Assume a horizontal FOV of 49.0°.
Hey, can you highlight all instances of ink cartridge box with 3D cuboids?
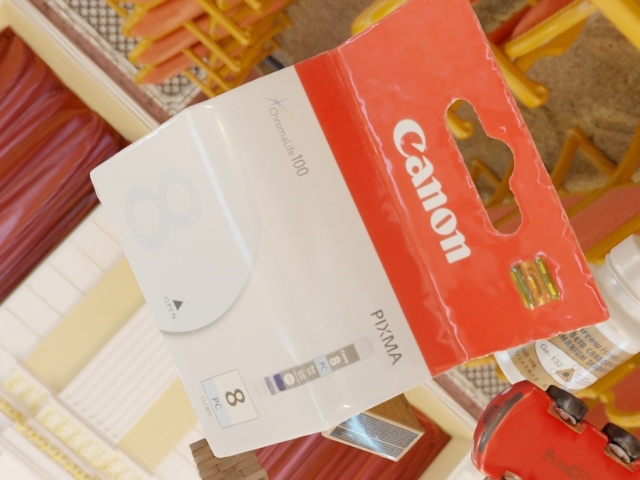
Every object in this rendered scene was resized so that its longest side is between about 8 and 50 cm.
[{"bbox_3d":[0.000,0.000,0.615,0.091,0.385,0.308,-22,-92,-57],"label":"ink cartridge box"},{"bbox_3d":[0.064,0.285,1.332,0.193,0.088,0.235,29,-163,-31],"label":"ink cartridge box"}]

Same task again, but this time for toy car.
[{"bbox_3d":[0.176,0.176,0.391,0.239,0.225,0.053,1,-171,-17],"label":"toy car"}]

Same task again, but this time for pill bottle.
[{"bbox_3d":[0.344,0.103,0.900,0.131,0.229,0.131,32,-150,-21],"label":"pill bottle"}]

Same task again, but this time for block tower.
[{"bbox_3d":[-0.098,0.390,0.983,0.335,0.091,0.097,37,143,60],"label":"block tower"}]
